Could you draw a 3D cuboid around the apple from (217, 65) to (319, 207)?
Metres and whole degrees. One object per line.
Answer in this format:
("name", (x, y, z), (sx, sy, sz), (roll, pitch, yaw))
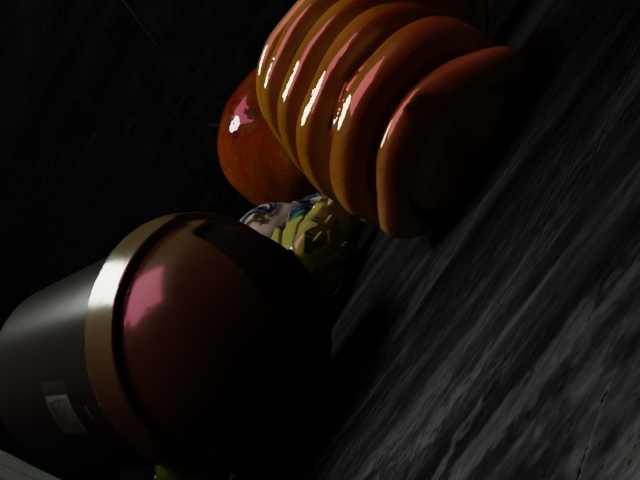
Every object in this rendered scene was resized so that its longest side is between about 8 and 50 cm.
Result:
("apple", (-0.022, -0.133, 1.867), (0.230, 0.230, 0.230), (-58, 4, 7))

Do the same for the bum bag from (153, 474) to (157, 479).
("bum bag", (-0.145, 0.252, 1.513), (0.232, 0.060, 0.107), (132, 160, -79))

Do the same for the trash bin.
("trash bin", (-0.123, 0.093, 1.164), (0.334, 0.214, 0.214), (-21, 34, 52))

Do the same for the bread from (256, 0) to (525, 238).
("bread", (0.033, -0.123, 1.135), (0.173, 0.121, 0.311), (-60, 28, 7))

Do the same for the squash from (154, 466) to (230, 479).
("squash", (-0.116, 0.112, 1.391), (0.087, 0.087, 0.332), (126, 155, -48))

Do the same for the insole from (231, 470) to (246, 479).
("insole", (-0.091, 0.250, 1.273), (0.086, 0.005, 0.253), (-53, 7, 49))

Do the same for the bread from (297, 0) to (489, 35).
("bread", (0.069, -0.211, 1.413), (0.199, 0.199, 0.104), (-56, 6, 35))

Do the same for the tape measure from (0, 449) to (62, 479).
("tape measure", (-0.233, 0.295, 1.109), (0.125, 0.243, 0.246), (-94, 29, -85))

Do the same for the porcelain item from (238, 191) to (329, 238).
("porcelain item", (-0.078, 0.058, 1.652), (0.288, 0.138, 0.186), (-55, -5, 31))

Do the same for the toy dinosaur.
("toy dinosaur", (0.000, 0.000, 1.445), (0.259, 0.094, 0.153), (-56, -1, -31))
